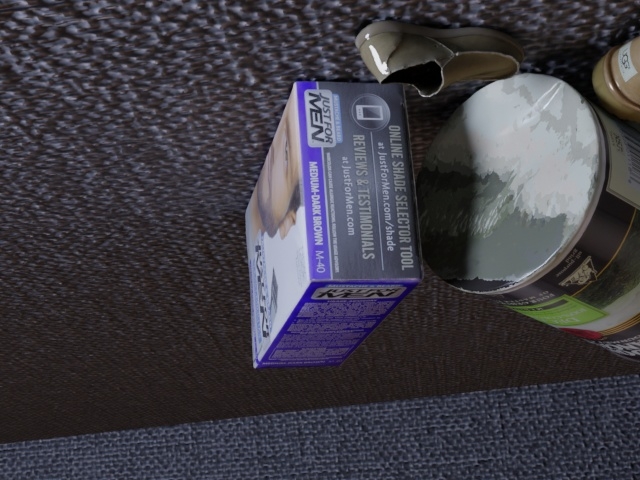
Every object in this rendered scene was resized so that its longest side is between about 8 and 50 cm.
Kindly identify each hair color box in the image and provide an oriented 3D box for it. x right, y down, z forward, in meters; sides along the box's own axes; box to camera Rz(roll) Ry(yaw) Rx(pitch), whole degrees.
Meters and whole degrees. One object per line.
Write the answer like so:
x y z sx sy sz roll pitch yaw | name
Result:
0.000 0.000 1.129 0.110 0.185 0.339 0 161 -13 | hair color box

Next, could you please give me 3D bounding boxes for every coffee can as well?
0.250 -0.012 1.083 0.275 0.201 0.201 22 148 -39 | coffee can

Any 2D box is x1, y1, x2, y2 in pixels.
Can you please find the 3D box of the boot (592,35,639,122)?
0.374 -0.164 0.897 0.236 0.089 0.269 0 160 -22 | boot

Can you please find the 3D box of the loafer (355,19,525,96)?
0.098 -0.141 0.937 0.148 0.050 0.056 1 161 -20 | loafer

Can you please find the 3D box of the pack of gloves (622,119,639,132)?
0.376 -0.109 1.174 0.232 0.046 0.195 -21 145 33 | pack of gloves
